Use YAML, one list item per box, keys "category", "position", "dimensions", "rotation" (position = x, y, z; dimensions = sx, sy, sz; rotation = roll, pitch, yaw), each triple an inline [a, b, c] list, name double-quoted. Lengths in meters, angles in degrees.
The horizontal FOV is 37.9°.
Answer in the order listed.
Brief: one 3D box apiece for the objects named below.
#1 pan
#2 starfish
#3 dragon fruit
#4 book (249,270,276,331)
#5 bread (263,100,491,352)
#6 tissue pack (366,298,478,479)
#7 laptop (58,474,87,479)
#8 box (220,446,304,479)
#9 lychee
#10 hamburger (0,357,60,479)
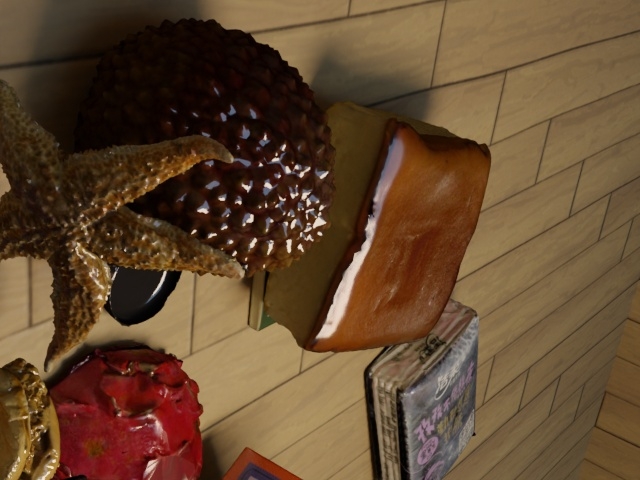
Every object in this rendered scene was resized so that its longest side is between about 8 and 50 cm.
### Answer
- category: "pan"
  position: [-0.227, 0.039, 1.034]
  dimensions: [0.212, 0.040, 0.115]
  rotation: [12, 102, -65]
- category: "starfish"
  position: [-0.209, -0.008, 0.837]
  dimensions: [0.060, 0.302, 0.299]
  rotation: [-58, 140, -63]
- category: "dragon fruit"
  position: [-0.216, 0.226, 1.101]
  dimensions: [0.163, 0.189, 0.261]
  rotation: [-47, 164, 32]
- category: "book"
  position: [0.000, 0.000, 1.356]
  dimensions: [0.264, 0.027, 0.202]
  rotation: [-25, 130, -45]
- category: "bread"
  position: [0.091, -0.014, 1.318]
  dimensions: [0.333, 0.143, 0.324]
  rotation: [1, 111, -55]
- category: "tissue pack"
  position: [0.207, 0.316, 1.797]
  dimensions: [0.259, 0.122, 0.361]
  rotation: [-43, 140, -34]
- category: "laptop"
  position: [-0.334, 0.288, 0.925]
  dimensions: [0.154, 0.207, 0.026]
  rotation: [-26, 91, -47]
- category: "box"
  position: [-0.106, 0.536, 1.278]
  dimensions: [0.349, 0.256, 0.319]
  rotation: [-51, 160, -36]
- category: "lychee"
  position: [-0.103, -0.084, 0.937]
  dimensions: [0.267, 0.267, 0.268]
  rotation: [-34, 137, -40]
- category: "hamburger"
  position: [-0.324, 0.194, 0.904]
  dimensions: [0.147, 0.138, 0.083]
  rotation: [-27, 152, 11]
